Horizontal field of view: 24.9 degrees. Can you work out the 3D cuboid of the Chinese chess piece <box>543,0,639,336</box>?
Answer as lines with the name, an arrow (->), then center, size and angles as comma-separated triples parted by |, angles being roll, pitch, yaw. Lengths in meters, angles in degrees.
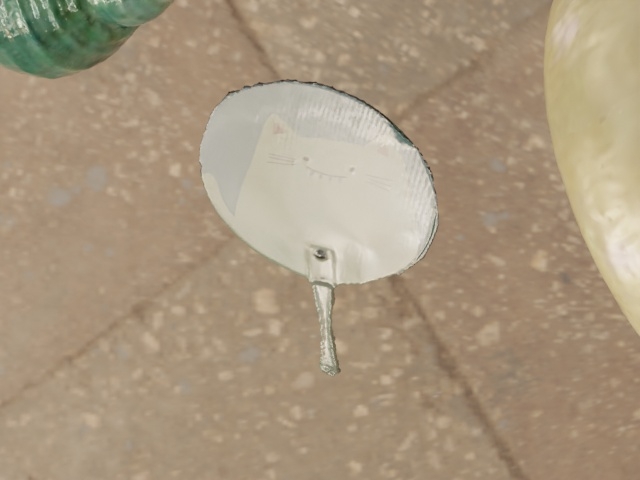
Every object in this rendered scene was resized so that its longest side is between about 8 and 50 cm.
Chinese chess piece -> 0.270, -0.051, 0.792 | 0.140, 0.338, 0.338 | -27, 76, 43

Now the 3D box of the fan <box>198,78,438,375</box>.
fan -> 0.000, 0.000, 0.662 | 0.113, 0.005, 0.175 | 11, 133, 17

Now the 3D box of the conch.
conch -> -0.167, -0.188, 0.889 | 0.202, 0.196, 0.134 | 43, 118, 14
